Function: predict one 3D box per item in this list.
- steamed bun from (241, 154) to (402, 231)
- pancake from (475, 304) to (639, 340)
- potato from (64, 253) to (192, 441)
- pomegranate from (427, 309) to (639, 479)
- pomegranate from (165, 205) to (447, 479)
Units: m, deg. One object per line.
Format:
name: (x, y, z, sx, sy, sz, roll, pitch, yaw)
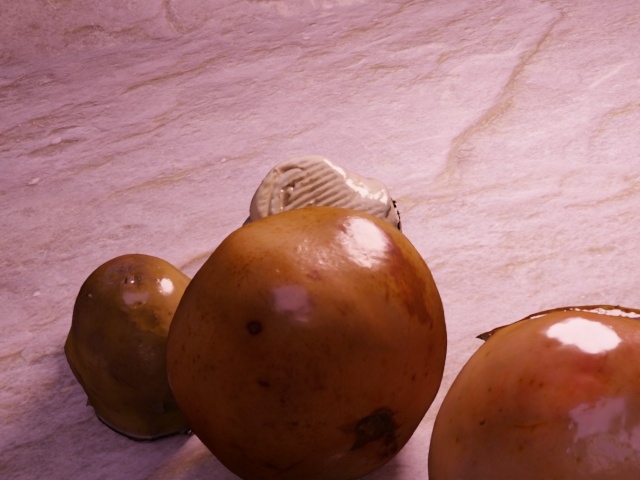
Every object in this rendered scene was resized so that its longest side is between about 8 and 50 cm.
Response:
steamed bun: (0.000, 0.000, 1.681, 0.280, 0.207, 0.267, 22, 78, 9)
pancake: (0.434, 0.164, 1.457, 0.377, 0.054, 0.197, -4, 38, 15)
potato: (-0.296, 0.117, 1.558, 0.290, 0.295, 0.397, -17, 38, -7)
pomegranate: (0.318, 0.281, 1.070, 0.412, 0.411, 0.411, -9, 36, 6)
pomegranate: (-0.018, 0.146, 1.339, 0.417, 0.416, 0.416, -9, 36, 6)
